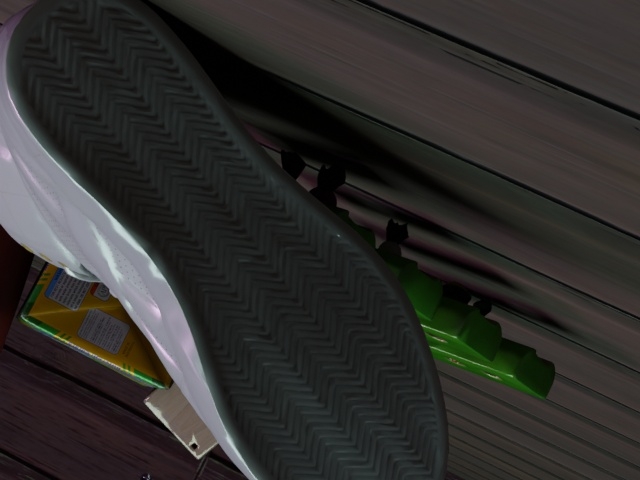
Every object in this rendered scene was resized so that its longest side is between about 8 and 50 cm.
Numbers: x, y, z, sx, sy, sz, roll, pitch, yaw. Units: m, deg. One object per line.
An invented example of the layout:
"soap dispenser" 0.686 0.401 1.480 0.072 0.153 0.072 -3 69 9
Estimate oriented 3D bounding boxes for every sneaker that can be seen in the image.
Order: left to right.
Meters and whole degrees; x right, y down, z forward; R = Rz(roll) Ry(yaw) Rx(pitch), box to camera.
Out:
"sneaker" -0.059 0.012 0.830 0.293 0.108 0.169 57 162 -15

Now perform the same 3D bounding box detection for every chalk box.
"chalk box" -0.166 0.037 1.464 0.132 0.132 0.213 28 171 -9

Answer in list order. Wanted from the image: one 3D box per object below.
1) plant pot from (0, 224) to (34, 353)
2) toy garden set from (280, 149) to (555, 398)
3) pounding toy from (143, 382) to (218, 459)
"plant pot" -0.362 0.014 1.463 0.275 0.243 0.275 25 164 8
"toy garden set" 0.000 0.000 0.983 0.203 0.049 0.244 19 170 39
"pounding toy" -0.054 0.111 1.532 0.100 0.130 0.141 48 -155 -3
